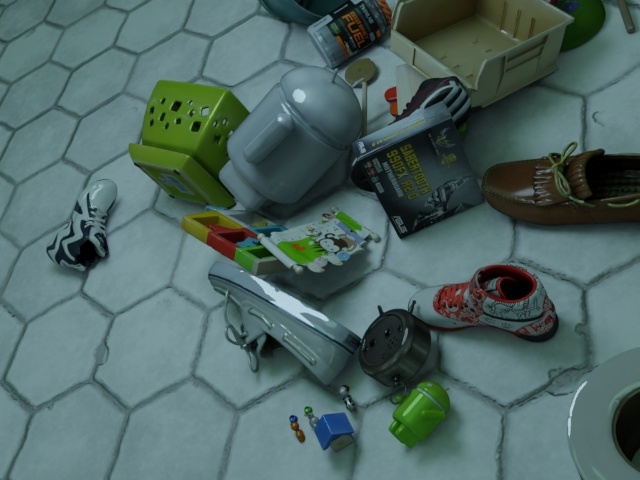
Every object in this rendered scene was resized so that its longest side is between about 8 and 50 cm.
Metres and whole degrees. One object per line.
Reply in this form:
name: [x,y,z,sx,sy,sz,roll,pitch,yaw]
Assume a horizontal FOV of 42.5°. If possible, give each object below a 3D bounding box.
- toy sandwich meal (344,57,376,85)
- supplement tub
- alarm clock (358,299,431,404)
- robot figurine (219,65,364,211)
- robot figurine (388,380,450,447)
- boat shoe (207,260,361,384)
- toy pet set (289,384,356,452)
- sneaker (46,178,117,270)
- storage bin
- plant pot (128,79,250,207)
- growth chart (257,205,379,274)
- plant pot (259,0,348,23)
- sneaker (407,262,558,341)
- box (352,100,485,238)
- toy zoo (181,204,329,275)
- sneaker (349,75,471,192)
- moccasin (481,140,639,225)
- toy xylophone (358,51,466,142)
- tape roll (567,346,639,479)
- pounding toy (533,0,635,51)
toy sandwich meal: [0.095,-0.391,1.925,0.085,0.029,0.086,-12,55,18]
supplement tub: [0.074,-0.508,1.966,0.190,0.117,0.117,-34,46,1]
alarm clock: [0.124,0.194,1.395,0.129,0.064,0.192,-37,36,29]
robot figurine: [-0.053,-0.217,1.708,0.200,0.300,0.353,47,112,5]
robot figurine: [0.163,0.278,1.335,0.115,0.067,0.101,-47,17,-11]
boat shoe: [-0.102,0.169,1.537,0.367,0.136,0.156,26,81,32]
toy pet set: [0.003,0.303,1.403,0.122,0.065,0.114,-32,46,3]
sneaker: [-0.525,-0.028,1.927,0.153,0.094,0.235,24,69,38]
storage bin: [0.318,-0.418,1.680,0.260,0.123,0.262,-28,54,-24]
plant pot: [-0.276,-0.206,1.850,0.227,0.228,0.207,15,69,35]
growth chart: [0.000,0.000,1.596,0.237,0.021,0.172,-21,38,-39]
plant pot: [-0.052,-0.672,2.078,0.196,0.293,0.293,-10,46,56]
sneaker: [0.255,0.090,1.380,0.270,0.145,0.090,8,59,33]
box: [0.185,-0.124,1.527,0.183,0.231,0.056,-23,44,9]
toy zoo: [-0.146,-0.009,1.663,0.293,0.192,0.030,28,114,40]
sneaker: [0.177,-0.215,1.605,0.281,0.106,0.162,-37,21,26]
moccasin: [0.460,-0.098,1.416,0.380,0.147,0.139,10,60,34]
toy xylophone: [0.201,-0.274,1.738,0.236,0.081,0.323,-7,52,24]
tape roll: [0.466,0.285,1.098,0.246,0.169,0.246,-14,50,18]
pounding toy: [0.523,-0.501,1.725,0.236,0.110,0.183,-10,51,22]
